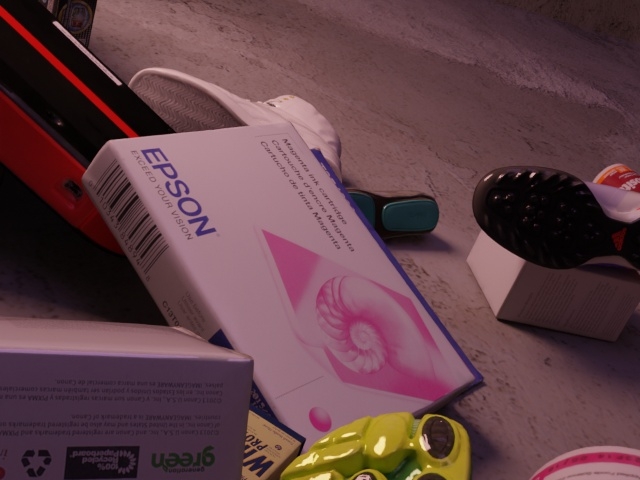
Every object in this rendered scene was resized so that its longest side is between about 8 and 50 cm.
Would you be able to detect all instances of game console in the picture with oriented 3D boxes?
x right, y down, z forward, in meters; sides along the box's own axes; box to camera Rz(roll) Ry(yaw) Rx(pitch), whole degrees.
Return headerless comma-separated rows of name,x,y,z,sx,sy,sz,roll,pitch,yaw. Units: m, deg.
game console,-0.293,-0.162,0.939,0.386,0.060,0.342,44,12,-12

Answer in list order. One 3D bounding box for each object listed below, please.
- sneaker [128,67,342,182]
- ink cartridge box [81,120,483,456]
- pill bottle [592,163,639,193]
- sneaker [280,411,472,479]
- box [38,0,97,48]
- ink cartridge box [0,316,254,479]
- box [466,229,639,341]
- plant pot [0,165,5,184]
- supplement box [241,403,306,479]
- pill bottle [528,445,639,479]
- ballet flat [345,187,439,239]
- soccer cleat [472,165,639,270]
sneaker,-0.105,-0.152,1.201,0.293,0.108,0.169,28,24,-8
ink cartridge box,-0.004,0.031,0.843,0.330,0.071,0.324,-17,66,-49
pill bottle,0.511,-0.053,1.457,0.086,0.086,0.152,2,32,-33
sneaker,0.010,0.226,0.461,0.109,0.123,0.295,6,60,25
box,-0.379,-0.391,1.255,0.060,0.270,0.216,-7,37,-41
ink cartridge box,-0.209,0.173,0.434,0.310,0.271,0.130,7,-1,-27
box,0.289,0.040,1.123,0.171,0.091,0.130,13,29,-17
plant pot,-0.417,-0.129,0.876,0.237,0.109,0.237,22,34,-15
supplement box,-0.063,0.174,0.636,0.056,0.083,0.083,29,29,17
pill bottle,0.173,0.264,0.552,0.160,0.160,0.283,27,27,12
ballet flat,0.057,-0.031,1.139,0.213,0.072,0.068,-1,7,-38
soccer cleat,0.301,-0.024,1.058,0.318,0.108,0.116,9,11,-21
